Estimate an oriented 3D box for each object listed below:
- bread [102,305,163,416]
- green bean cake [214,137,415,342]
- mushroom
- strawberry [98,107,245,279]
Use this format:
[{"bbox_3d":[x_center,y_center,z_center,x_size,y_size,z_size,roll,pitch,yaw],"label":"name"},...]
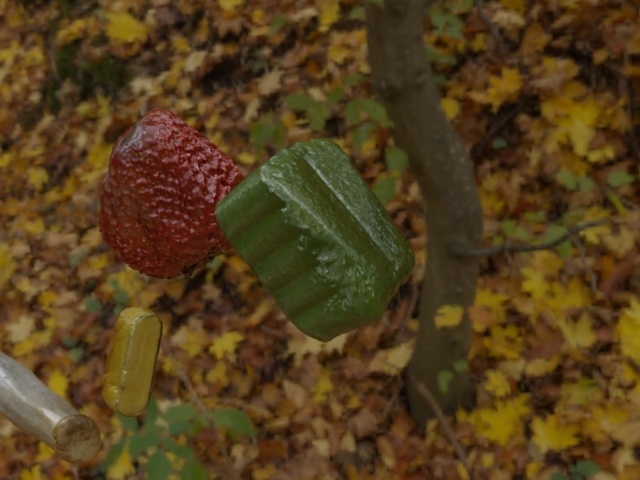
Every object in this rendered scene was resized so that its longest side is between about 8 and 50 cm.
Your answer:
[{"bbox_3d":[-0.417,0.268,2.313,0.102,0.246,0.094,7,6,-37],"label":"bread"},{"bbox_3d":[0.000,0.000,1.350,0.125,0.248,0.222,-38,0,29],"label":"green bean cake"},{"bbox_3d":[-0.531,0.286,1.878,0.351,0.123,0.095,27,60,30],"label":"mushroom"},{"bbox_3d":[-0.298,-0.091,2.041,0.267,0.351,0.312,26,65,32],"label":"strawberry"}]
